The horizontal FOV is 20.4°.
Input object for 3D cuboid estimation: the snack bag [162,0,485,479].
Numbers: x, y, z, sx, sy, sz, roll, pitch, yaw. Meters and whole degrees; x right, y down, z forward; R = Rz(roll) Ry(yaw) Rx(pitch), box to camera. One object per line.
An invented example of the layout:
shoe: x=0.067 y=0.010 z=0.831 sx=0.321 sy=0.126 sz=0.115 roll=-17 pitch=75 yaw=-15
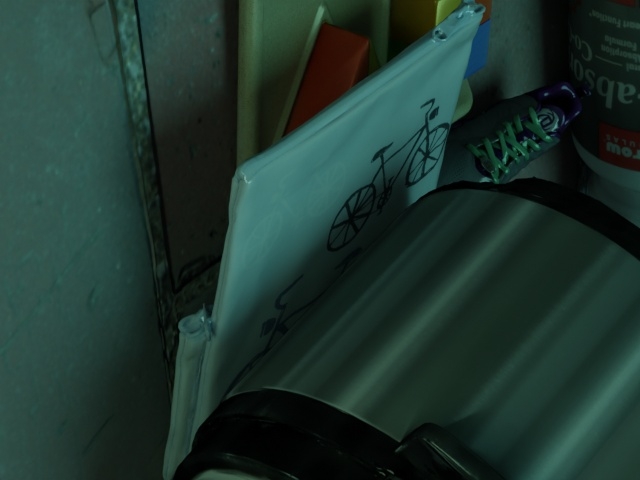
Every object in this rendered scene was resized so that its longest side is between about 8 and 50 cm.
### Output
snack bag: x=0.000 y=0.000 z=1.405 sx=0.323 sy=0.037 sz=0.342 roll=-38 pitch=152 yaw=-40

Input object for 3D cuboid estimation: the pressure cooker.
pressure cooker: x=0.094 y=0.203 z=1.352 sx=0.420 sy=0.376 sz=0.369 roll=-45 pitch=126 yaw=-29

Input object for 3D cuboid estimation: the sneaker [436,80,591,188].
sneaker: x=0.164 y=-0.092 z=1.616 sx=0.083 sy=0.098 sz=0.224 roll=55 pitch=42 yaw=-6

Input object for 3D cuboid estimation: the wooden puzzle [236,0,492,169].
wooden puzzle: x=0.053 y=-0.212 z=1.419 sx=0.322 sy=0.080 sz=0.347 roll=-34 pitch=132 yaw=-45

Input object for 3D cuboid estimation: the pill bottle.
pill bottle: x=0.354 y=-0.175 z=1.779 sx=0.210 sy=0.210 sz=0.363 roll=-41 pitch=136 yaw=-40
